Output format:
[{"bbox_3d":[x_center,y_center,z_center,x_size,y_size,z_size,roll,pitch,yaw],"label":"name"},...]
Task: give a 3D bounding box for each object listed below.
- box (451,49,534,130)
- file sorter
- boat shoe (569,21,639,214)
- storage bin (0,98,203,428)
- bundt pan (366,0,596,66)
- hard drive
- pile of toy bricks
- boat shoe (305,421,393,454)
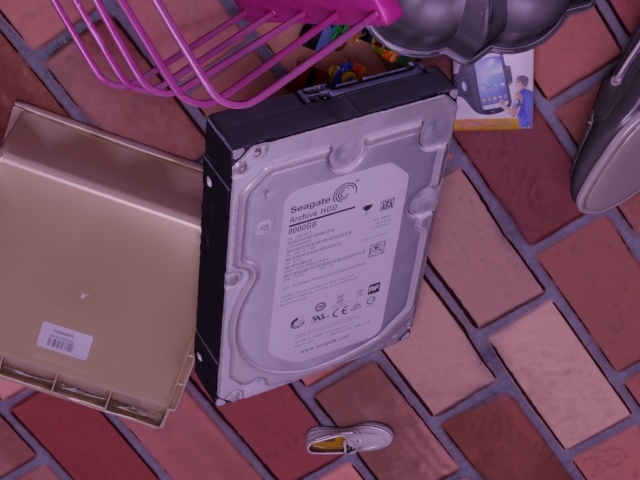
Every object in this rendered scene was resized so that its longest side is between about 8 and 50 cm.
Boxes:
[{"bbox_3d":[0.170,-0.176,1.372,0.081,0.028,0.136,-2,118,4],"label":"box"},{"bbox_3d":[-0.111,-0.233,1.182,0.182,0.290,0.202,-37,113,-17],"label":"file sorter"},{"bbox_3d":[0.340,-0.174,1.343,0.112,0.095,0.335,7,127,-42],"label":"boat shoe"},{"bbox_3d":[-0.235,0.032,1.439,0.262,0.123,0.260,19,116,-7],"label":"storage bin"},{"bbox_3d":[0.130,-0.316,1.193,0.331,0.124,0.331,0,97,-4],"label":"bundt pan"},{"bbox_3d":[0.000,0.000,1.336,0.237,0.064,0.339,-17,137,-25],"label":"hard drive"},{"bbox_3d":[0.062,-0.200,1.337,0.105,0.118,0.212,18,101,-37],"label":"pile of toy bricks"},{"bbox_3d":[0.033,0.228,1.571,0.100,0.035,0.035,0,116,3],"label":"boat shoe"}]
